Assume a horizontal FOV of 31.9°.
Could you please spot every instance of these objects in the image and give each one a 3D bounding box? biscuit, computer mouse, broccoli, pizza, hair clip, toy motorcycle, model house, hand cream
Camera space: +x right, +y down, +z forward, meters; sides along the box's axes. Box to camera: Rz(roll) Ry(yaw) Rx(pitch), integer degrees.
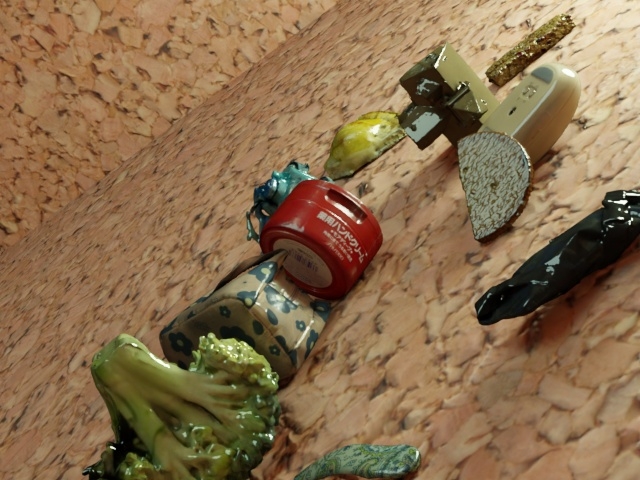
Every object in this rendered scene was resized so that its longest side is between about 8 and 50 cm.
[{"bbox_3d":[0.282,-0.096,1.783,0.126,0.025,0.206,-24,53,26],"label":"biscuit"},{"bbox_3d":[0.345,-0.193,1.879,0.236,0.082,0.145,-51,23,6],"label":"computer mouse"},{"bbox_3d":[-0.227,0.264,1.660,0.348,0.281,0.293,-33,21,31],"label":"broccoli"},{"bbox_3d":[0.097,-0.224,2.388,0.188,0.080,0.204,-51,24,-25],"label":"pizza"},{"bbox_3d":[0.038,0.300,1.482,0.229,0.036,0.066,-20,22,42],"label":"hair clip"},{"bbox_3d":[-0.056,-0.052,2.233,0.206,0.154,0.260,-63,24,5],"label":"toy motorcycle"},{"bbox_3d":[0.236,-0.233,2.010,0.176,0.181,0.248,-42,15,4],"label":"model house"},{"bbox_3d":[0.415,-0.379,2.216,0.199,0.034,0.064,-39,22,3],"label":"biscuit"},{"bbox_3d":[0.000,0.000,1.943,0.193,0.193,0.125,-10,38,53],"label":"hand cream"}]

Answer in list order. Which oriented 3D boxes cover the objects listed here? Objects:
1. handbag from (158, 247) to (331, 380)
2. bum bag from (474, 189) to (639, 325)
[{"bbox_3d":[-0.124,0.141,1.895,0.251,0.190,0.193,-28,13,40],"label":"handbag"},{"bbox_3d":[0.335,0.021,1.482,0.310,0.074,0.137,-38,8,-9],"label":"bum bag"}]
